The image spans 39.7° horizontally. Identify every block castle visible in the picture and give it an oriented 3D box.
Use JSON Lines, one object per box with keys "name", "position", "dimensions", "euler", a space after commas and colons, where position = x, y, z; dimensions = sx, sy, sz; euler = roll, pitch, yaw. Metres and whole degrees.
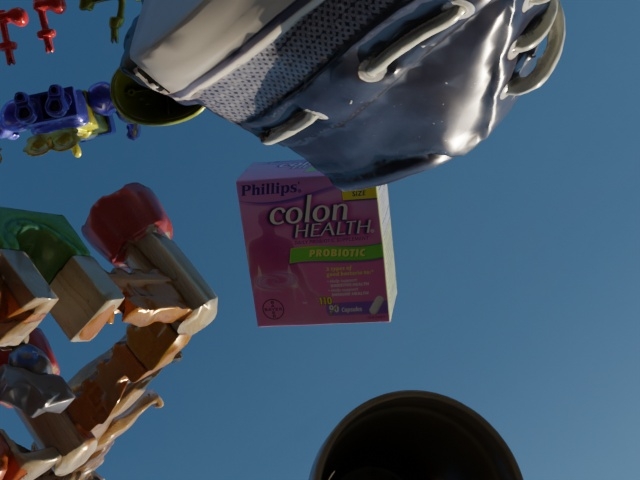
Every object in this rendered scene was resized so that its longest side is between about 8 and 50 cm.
{"name": "block castle", "position": [-0.335, 0.071, 0.768], "dimensions": [0.303, 0.453, 0.213], "euler": [-49, -113, 16]}

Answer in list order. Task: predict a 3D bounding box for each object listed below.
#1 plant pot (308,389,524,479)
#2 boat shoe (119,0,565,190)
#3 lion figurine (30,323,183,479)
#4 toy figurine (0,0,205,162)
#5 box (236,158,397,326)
{"name": "plant pot", "position": [0.118, 0.420, 1.369], "dimensions": [0.323, 0.280, 0.323], "euler": [5, -113, -11]}
{"name": "boat shoe", "position": [0.071, -0.136, 0.379], "dimensions": [0.158, 0.340, 0.127], "euler": [30, -127, -34]}
{"name": "lion figurine", "position": [-0.349, 0.262, 1.344], "dimensions": [0.142, 0.392, 0.240], "euler": [41, -123, 16]}
{"name": "toy figurine", "position": [-0.322, -0.202, 1.181], "dimensions": [0.362, 0.217, 0.191], "euler": [-14, -90, -1]}
{"name": "box", "position": [0.000, 0.000, 1.379], "dimensions": [0.213, 0.117, 0.243], "euler": [-3, -72, 11]}
